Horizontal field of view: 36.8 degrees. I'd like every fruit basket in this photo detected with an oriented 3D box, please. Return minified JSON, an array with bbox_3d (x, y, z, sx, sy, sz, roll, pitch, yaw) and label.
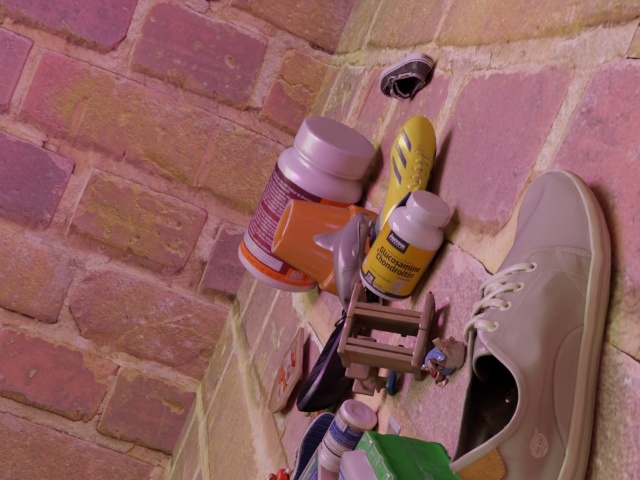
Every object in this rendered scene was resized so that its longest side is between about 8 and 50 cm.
[{"bbox_3d":[0.070,0.423,1.151,0.327,0.165,0.353,-128,57,-76],"label":"fruit basket"}]

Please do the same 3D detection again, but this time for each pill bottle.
[{"bbox_3d":[-0.031,-0.088,2.343,0.224,0.224,0.392,-92,25,-62],"label":"pill bottle"},{"bbox_3d":[0.148,0.007,1.656,0.103,0.103,0.184,-88,21,-57],"label":"pill bottle"},{"bbox_3d":[0.043,0.337,1.645,0.067,0.067,0.120,-92,26,-62],"label":"pill bottle"}]

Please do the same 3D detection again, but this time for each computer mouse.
[{"bbox_3d":[0.046,0.223,1.857,0.272,0.072,0.188,-60,6,-21],"label":"computer mouse"}]

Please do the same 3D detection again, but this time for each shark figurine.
[{"bbox_3d":[0.048,-0.005,1.867,0.278,0.116,0.166,-68,-24,-55],"label":"shark figurine"}]

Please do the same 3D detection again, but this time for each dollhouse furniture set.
[{"bbox_3d":[0.116,0.169,1.568,0.184,0.129,0.129,71,-149,-59],"label":"dollhouse furniture set"}]

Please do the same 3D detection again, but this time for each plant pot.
[{"bbox_3d":[0.000,0.000,2.132,0.205,0.188,0.205,-159,90,-78],"label":"plant pot"}]

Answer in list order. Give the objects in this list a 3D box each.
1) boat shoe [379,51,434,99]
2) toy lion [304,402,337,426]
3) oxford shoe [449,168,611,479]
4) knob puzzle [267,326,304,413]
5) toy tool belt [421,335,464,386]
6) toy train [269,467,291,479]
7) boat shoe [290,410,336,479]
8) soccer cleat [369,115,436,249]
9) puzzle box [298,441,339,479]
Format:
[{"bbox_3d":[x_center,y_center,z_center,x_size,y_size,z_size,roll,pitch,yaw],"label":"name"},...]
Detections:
[{"bbox_3d":[0.185,-0.362,2.203,0.070,0.077,0.219,-71,13,-16],"label":"boat shoe"},{"bbox_3d":[0.008,0.328,1.924,0.096,0.034,0.100,-61,12,4],"label":"toy lion"},{"bbox_3d":[0.231,0.089,1.087,0.169,0.130,0.449,125,163,-55],"label":"oxford shoe"},{"bbox_3d":[-0.076,0.331,2.287,0.213,0.030,0.213,-159,90,-78],"label":"knob puzzle"},{"bbox_3d":[0.170,0.172,1.396,0.052,0.051,0.083,-81,16,-46],"label":"toy tool belt"},{"bbox_3d":[-0.103,0.548,1.989,0.166,0.046,0.125,-92,26,-63],"label":"toy train"},{"bbox_3d":[-0.019,0.400,1.820,0.066,0.066,0.183,-122,54,-77],"label":"boat shoe"},{"bbox_3d":[0.169,-0.095,1.791,0.121,0.093,0.289,171,116,-71],"label":"soccer cleat"},{"bbox_3d":[-0.059,0.592,1.700,0.272,0.052,0.409,-89,23,-60],"label":"puzzle box"}]
